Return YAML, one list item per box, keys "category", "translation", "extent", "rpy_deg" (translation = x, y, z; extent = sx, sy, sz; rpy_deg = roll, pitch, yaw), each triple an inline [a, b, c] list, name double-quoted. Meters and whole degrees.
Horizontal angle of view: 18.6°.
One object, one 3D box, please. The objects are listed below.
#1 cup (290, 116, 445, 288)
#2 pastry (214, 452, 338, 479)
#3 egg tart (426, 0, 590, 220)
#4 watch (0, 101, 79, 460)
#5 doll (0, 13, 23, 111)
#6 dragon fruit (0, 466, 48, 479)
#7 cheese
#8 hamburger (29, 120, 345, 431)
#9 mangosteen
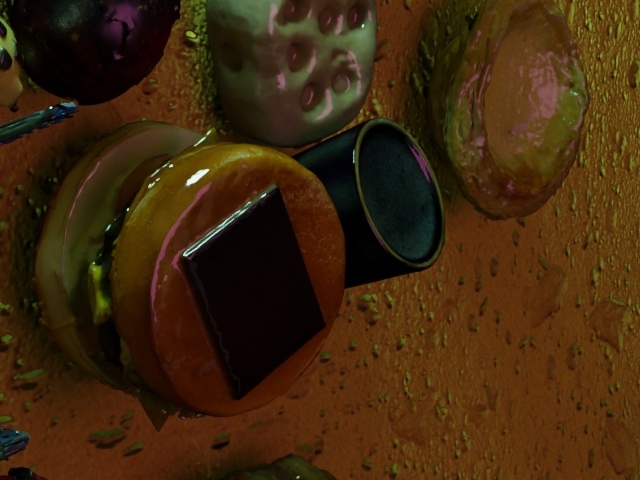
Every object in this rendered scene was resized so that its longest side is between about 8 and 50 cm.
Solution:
- category: "cup"
  translation: [-0.004, -0.017, 2.028]
  extent: [0.239, 0.177, 0.166]
  rpy_deg: [-27, 98, -58]
- category: "pastry"
  translation: [-0.064, 0.361, 2.047]
  extent: [0.311, 0.162, 0.255]
  rpy_deg: [-6, 89, -65]
- category: "egg tart"
  translation: [0.217, -0.169, 2.415]
  extent: [0.294, 0.123, 0.294]
  rpy_deg: [-4, 96, -52]
- category: "watch"
  translation: [-0.326, 0.011, 1.522]
  extent: [0.068, 0.274, 0.276]
  rpy_deg: [8, 92, -58]
- category: "doll"
  translation: [-0.347, -0.207, 1.612]
  extent: [0.291, 0.086, 0.117]
  rpy_deg: [42, 23, -41]
- category: "dragon fruit"
  translation: [-0.288, 0.288, 1.714]
  extent: [0.188, 0.182, 0.182]
  rpy_deg: [-72, 147, -49]
- category: "cheese"
  translation: [-0.034, -0.216, 2.050]
  extent: [0.218, 0.117, 0.235]
  rpy_deg: [46, 59, -46]
- category: "hamburger"
  translation: [-0.130, 0.026, 1.852]
  extent: [0.291, 0.225, 0.291]
  rpy_deg: [-11, 104, -47]
- category: "mangosteen"
  translation: [-0.216, -0.218, 1.768]
  extent: [0.180, 0.166, 0.166]
  rpy_deg: [45, 56, -23]
